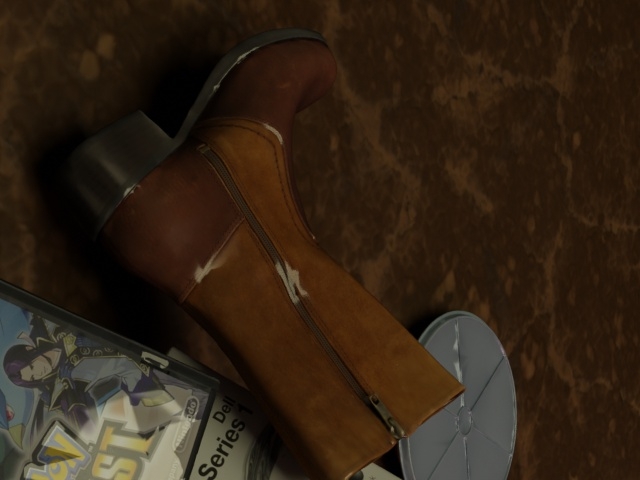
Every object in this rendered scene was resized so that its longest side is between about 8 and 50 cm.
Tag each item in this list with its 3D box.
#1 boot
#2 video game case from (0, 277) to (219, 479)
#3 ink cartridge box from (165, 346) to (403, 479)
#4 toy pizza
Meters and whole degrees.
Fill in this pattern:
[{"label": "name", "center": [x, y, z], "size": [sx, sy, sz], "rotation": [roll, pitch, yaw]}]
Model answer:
[{"label": "boot", "center": [0.000, 0.000, 1.011], "size": [0.280, 0.096, 0.264], "rotation": [45, 41, 8]}, {"label": "video game case", "center": [-0.204, 0.154, 0.817], "size": [0.248, 0.035, 0.275], "rotation": [27, 64, -22]}, {"label": "ink cartridge box", "center": [-0.051, 0.195, 0.962], "size": [0.219, 0.092, 0.160], "rotation": [30, 52, 0]}, {"label": "toy pizza", "center": [0.119, 0.164, 1.358], "size": [0.201, 0.032, 0.201], "rotation": [4, 85, -53]}]
